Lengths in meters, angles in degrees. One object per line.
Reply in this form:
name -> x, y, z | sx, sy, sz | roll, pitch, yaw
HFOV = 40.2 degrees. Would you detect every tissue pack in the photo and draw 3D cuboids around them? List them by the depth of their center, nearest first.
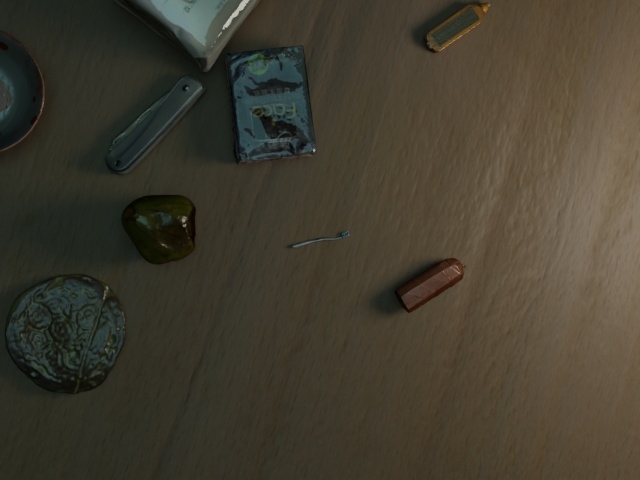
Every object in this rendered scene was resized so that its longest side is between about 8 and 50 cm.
tissue pack -> -0.232, -0.566, 1.792 | 0.266, 0.194, 0.356 | 38, 85, -7
tissue pack -> -0.108, -0.288, 1.866 | 0.173, 0.073, 0.235 | -6, 90, -8

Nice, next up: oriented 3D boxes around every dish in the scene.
dish -> -0.687, -0.297, 1.774 | 0.260, 0.085, 0.260 | 0, 90, -7

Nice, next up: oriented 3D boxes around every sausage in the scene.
sausage -> 0.248, 0.091, 1.919 | 0.169, 0.065, 0.065 | -32, 94, -6

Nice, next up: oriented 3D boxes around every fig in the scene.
fig -> -0.334, -0.027, 1.793 | 0.166, 0.154, 0.144 | 23, 40, -40

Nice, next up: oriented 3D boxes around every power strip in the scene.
power strip -> 0.307, -0.480, 1.955 | 0.178, 0.028, 0.049 | -36, 94, -7

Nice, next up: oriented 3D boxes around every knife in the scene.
knife -> -0.352, -0.246, 1.845 | 0.073, 0.040, 0.265 | 43, 83, 6

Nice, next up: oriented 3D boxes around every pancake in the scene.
pancake -> -0.528, 0.191, 1.814 | 0.250, 0.031, 0.250 | 0, 89, -9

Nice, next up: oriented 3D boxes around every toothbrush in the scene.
toothbrush -> 0.000, 0.000, 1.908 | 0.131, 0.011, 0.013 | -13, 104, -9
